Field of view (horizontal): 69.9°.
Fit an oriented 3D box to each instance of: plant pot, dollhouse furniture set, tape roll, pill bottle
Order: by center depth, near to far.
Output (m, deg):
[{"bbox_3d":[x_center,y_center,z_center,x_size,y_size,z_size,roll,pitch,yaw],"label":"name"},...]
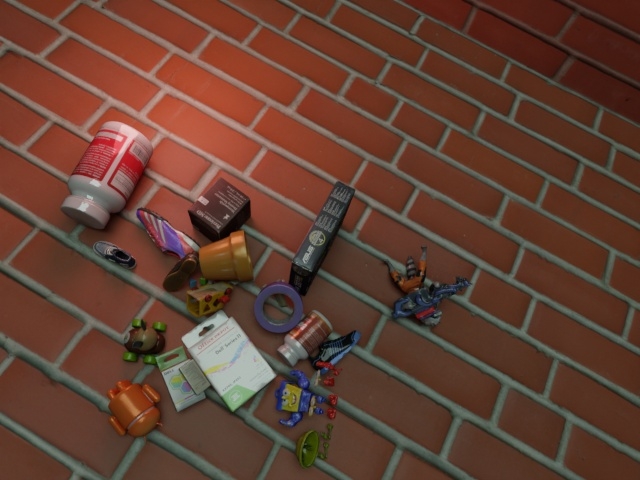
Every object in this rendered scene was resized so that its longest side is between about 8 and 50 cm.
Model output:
[{"bbox_3d":[-0.063,0.384,1.785,0.121,0.121,0.216,44,68,10],"label":"pill bottle"},{"bbox_3d":[-0.164,0.262,1.803,0.188,0.080,0.189,0,93,-2],"label":"tape roll"},{"bbox_3d":[-0.378,0.077,1.826,0.187,0.205,0.205,-11,70,-6],"label":"plant pot"},{"bbox_3d":[-0.874,-0.263,1.873,0.228,0.229,0.408,19,66,-1],"label":"pill bottle"},{"bbox_3d":[-0.174,0.219,1.899,0.081,0.090,0.114,-30,99,-60],"label":"dollhouse furniture set"}]

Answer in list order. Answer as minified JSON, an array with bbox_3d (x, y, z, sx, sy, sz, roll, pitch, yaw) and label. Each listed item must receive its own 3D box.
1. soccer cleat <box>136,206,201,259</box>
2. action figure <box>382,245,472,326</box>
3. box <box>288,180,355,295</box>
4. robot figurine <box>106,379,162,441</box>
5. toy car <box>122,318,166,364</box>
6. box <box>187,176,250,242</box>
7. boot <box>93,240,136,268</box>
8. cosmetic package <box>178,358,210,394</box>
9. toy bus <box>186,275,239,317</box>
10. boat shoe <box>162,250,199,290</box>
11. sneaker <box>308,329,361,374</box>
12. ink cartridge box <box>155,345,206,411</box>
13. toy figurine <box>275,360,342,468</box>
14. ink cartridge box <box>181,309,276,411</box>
[{"bbox_3d":[-0.644,-0.017,1.876,0.318,0.109,0.116,35,71,4],"label":"soccer cleat"},{"bbox_3d":[0.447,0.196,1.919,0.341,0.178,0.331,-18,75,11],"label":"action figure"},{"bbox_3d":[0.000,0.000,1.849,0.097,0.318,0.395,27,67,3],"label":"box"},{"bbox_3d":[-0.652,0.594,1.606,0.219,0.128,0.158,45,47,12],"label":"robot figurine"},{"bbox_3d":[-0.654,0.357,1.669,0.148,0.188,0.155,9,66,-5],"label":"toy car"},{"bbox_3d":[-0.416,-0.116,1.914,0.168,0.167,0.203,35,67,7],"label":"box"},{"bbox_3d":[-0.827,0.045,1.828,0.189,0.086,0.069,24,66,2],"label":"boot"},{"bbox_3d":[-0.451,0.489,1.639,0.060,0.041,0.115,-32,89,-27],"label":"cosmetic package"},{"bbox_3d":[-0.426,0.230,1.802,0.202,0.191,0.105,5,110,-6],"label":"toy bus"},{"bbox_3d":[-0.546,0.121,1.808,0.073,0.207,0.073,39,26,-27],"label":"boat shoe"},{"bbox_3d":[0.057,0.421,1.810,0.232,0.081,0.090,-40,85,-20],"label":"sneaker"},{"bbox_3d":[-0.511,0.501,1.670,0.108,0.062,0.209,-21,84,-26],"label":"ink cartridge box"},{"bbox_3d":[-0.075,0.618,1.703,0.217,0.191,0.363,5,79,31],"label":"toy figurine"},{"bbox_3d":[-0.352,0.437,1.719,0.207,0.119,0.353,-36,77,-20],"label":"ink cartridge box"}]
